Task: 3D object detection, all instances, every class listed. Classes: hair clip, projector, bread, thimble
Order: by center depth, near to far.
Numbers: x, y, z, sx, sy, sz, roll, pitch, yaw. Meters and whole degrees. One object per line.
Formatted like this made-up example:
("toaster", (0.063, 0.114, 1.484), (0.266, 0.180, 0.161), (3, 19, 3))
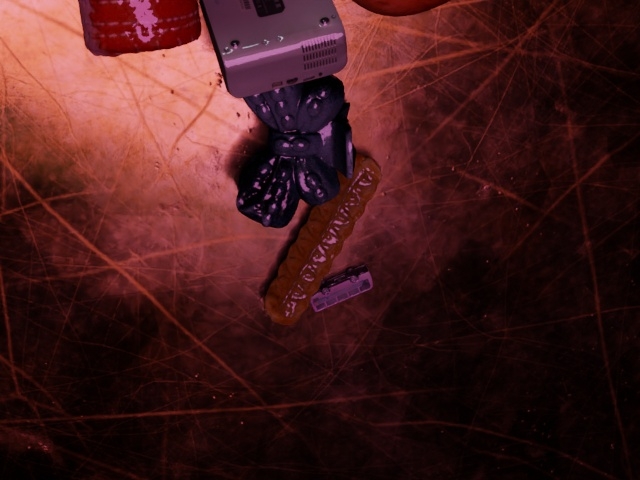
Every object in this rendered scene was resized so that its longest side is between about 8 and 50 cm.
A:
("thimble", (-0.290, -0.367, 1.490), (0.189, 0.163, 0.125), (-10, 112, -8))
("projector", (-0.083, -0.364, 1.492), (0.198, 0.251, 0.108), (-15, 147, -6))
("hair clip", (-0.043, -0.181, 1.626), (0.206, 0.194, 0.310), (3, 114, -1))
("bread", (0.001, 0.001, 1.754), (0.084, 0.077, 0.368), (25, 105, -20))

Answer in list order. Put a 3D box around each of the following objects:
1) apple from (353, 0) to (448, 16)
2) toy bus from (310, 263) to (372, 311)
("apple", (0.172, -0.459, 1.507), (0.293, 0.251, 0.163), (-38, 110, 2))
("toy bus", (0.039, 0.094, 1.823), (0.130, 0.037, 0.052), (-23, 117, -2))
